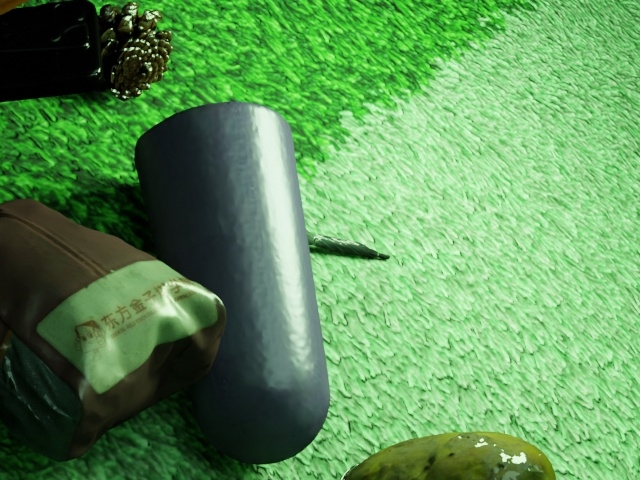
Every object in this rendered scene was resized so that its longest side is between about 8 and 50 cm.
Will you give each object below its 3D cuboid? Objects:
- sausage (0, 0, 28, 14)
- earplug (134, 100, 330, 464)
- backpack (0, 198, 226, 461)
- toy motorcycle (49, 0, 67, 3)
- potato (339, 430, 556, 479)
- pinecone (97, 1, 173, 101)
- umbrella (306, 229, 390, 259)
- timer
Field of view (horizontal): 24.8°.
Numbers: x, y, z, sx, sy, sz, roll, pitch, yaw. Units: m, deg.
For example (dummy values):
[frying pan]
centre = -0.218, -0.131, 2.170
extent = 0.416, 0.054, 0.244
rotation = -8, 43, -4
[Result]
[sausage]
centre = -0.442, -0.335, 1.877
extent = 0.274, 0.105, 0.105
rotation = -31, 79, -23
[earplug]
centre = -0.101, 0.063, 1.844
extent = 0.215, 0.215, 0.455
rotation = 8, 56, -35
[backpack]
centre = -0.306, 0.086, 1.662
extent = 0.317, 0.197, 0.283
rotation = 35, 34, 19
[toy motorcycle]
centre = -0.363, -0.483, 1.968
extent = 0.196, 0.331, 0.125
rotation = 1, 41, -24
[potato]
centre = 0.178, 0.324, 1.821
extent = 0.229, 0.266, 0.229
rotation = 22, 49, -28
[pinecone]
centre = -0.276, -0.269, 2.014
extent = 0.121, 0.140, 0.140
rotation = 35, 33, 32
[umbrella]
centre = -0.003, 0.004, 2.103
extent = 0.269, 0.044, 0.044
rotation = 18, 22, -40
[timer]
centre = -0.383, -0.251, 1.908
extent = 0.187, 0.055, 0.144
rotation = -7, 58, -5
